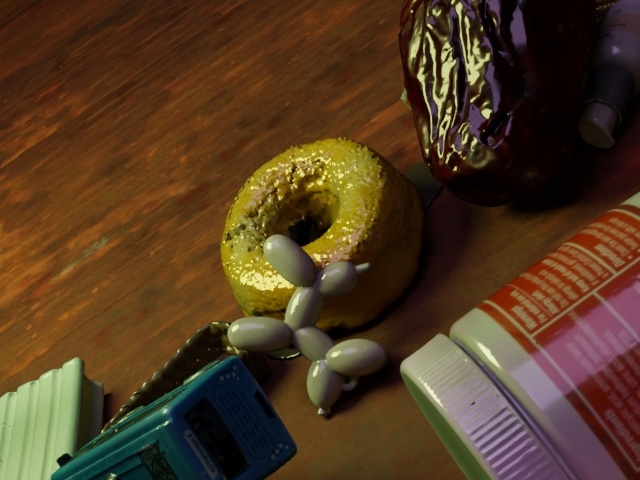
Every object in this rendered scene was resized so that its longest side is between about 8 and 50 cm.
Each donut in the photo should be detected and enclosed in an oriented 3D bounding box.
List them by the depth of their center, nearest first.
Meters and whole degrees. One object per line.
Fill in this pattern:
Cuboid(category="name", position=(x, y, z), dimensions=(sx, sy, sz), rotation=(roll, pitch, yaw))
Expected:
Cuboid(category="donut", position=(0.001, -0.002, 1.521), dimensions=(0.253, 0.118, 0.253), rotation=(-18, 48, 21))

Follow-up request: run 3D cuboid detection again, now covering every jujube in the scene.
Cuboid(category="jujube", position=(0.197, -0.198, 1.486), dimensions=(0.216, 0.216, 0.342), rotation=(-14, 54, 30))

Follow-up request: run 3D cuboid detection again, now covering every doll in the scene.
Cuboid(category="doll", position=(-0.005, 0.088, 1.380), dimensions=(0.160, 0.059, 0.161), rotation=(20, 84, 11))

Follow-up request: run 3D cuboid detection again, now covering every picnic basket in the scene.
Cuboid(category="picnic basket", position=(-0.142, 0.171, 1.461), dimensions=(0.193, 0.055, 0.110), rotation=(-47, 31, -21))

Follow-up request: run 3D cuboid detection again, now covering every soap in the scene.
Cuboid(category="soap", position=(-0.304, 0.230, 1.518), dimensions=(0.119, 0.066, 0.198), rotation=(-28, 30, 11))

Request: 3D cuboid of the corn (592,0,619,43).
Cuboid(category="corn", position=(0.330, -0.268, 1.631), dimensions=(0.165, 0.063, 0.085), rotation=(-15, -1, 31))

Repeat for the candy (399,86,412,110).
Cuboid(category="candy", position=(0.169, -0.164, 1.652), dimensions=(0.086, 0.059, 0.292), rotation=(-36, 31, -7))

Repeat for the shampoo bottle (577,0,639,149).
Cuboid(category="shampoo bottle", position=(0.328, -0.186, 1.518), dimensions=(0.074, 0.074, 0.192), rotation=(-3, 47, 42))

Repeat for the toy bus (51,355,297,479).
Cuboid(category="toy bus", position=(-0.145, 0.207, 1.268), dimensions=(0.246, 0.113, 0.134), rotation=(-32, 1, 43))

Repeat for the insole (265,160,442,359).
Cuboid(category="insole", position=(0.047, 0.017, 1.556), dimensions=(0.111, 0.007, 0.328), rotation=(7, 49, 46))

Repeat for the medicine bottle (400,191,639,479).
Cuboid(category="medicine bottle", position=(0.223, 0.122, 0.987), dimensions=(0.241, 0.252, 0.252), rotation=(-35, 30, -3))
